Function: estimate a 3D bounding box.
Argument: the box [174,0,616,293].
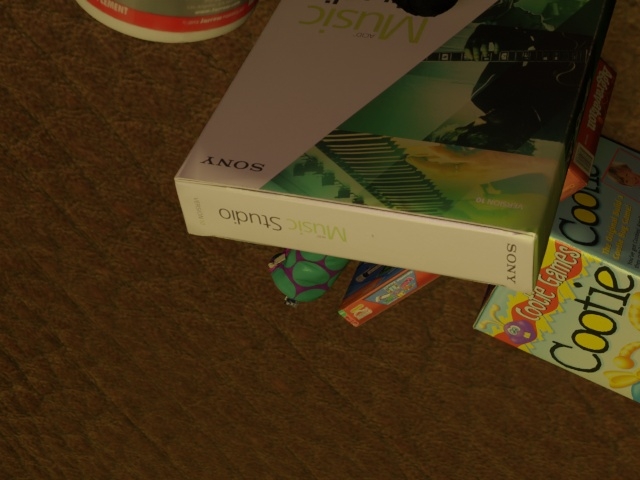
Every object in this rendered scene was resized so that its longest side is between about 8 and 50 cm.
[{"bbox_3d":[0.068,-0.115,0.779,0.232,0.322,0.058,9,140,18],"label":"box"}]

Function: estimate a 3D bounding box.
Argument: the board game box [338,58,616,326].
[{"bbox_3d":[0.128,-0.035,0.959,0.027,0.145,0.281,40,136,-14],"label":"board game box"}]

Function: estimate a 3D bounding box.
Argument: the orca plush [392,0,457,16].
[{"bbox_3d":[0.081,-0.279,0.691,0.151,0.102,0.287,27,112,8],"label":"orca plush"}]

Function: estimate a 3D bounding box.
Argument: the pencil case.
[{"bbox_3d":[0.000,0.000,1.116,0.070,0.065,0.152,10,141,-19],"label":"pencil case"}]

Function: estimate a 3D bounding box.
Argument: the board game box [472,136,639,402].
[{"bbox_3d":[0.294,0.043,0.955,0.275,0.144,0.142,25,138,3],"label":"board game box"}]

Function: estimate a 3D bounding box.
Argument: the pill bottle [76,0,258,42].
[{"bbox_3d":[-0.097,-0.297,0.802,0.161,0.161,0.283,23,137,4],"label":"pill bottle"}]
